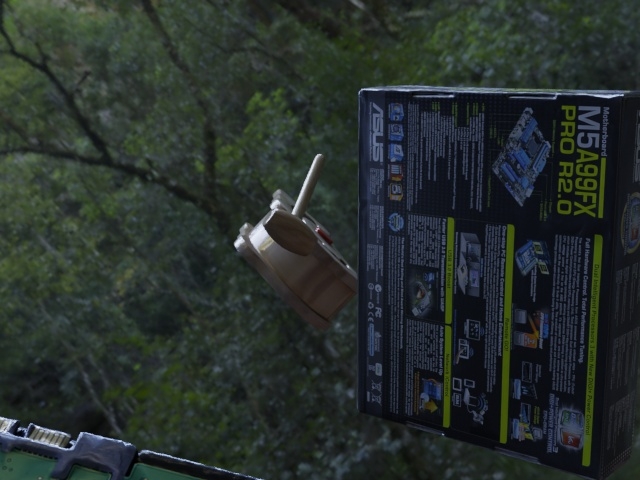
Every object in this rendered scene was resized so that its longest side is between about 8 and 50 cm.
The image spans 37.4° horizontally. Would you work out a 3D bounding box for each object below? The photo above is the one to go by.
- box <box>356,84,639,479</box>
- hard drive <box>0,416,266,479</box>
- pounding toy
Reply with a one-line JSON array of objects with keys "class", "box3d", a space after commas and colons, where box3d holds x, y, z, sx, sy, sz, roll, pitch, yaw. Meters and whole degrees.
[{"class": "box", "box3d": [0.129, 0.021, 0.714, 0.060, 0.216, 0.270, -14, -73, -50]}, {"class": "hard drive", "box3d": [-0.162, 0.236, 0.389, 0.064, 0.236, 0.339, 88, -164, -49]}, {"class": "pounding toy", "box3d": [0.000, 0.000, 1.155, 0.155, 0.154, 0.269, -46, 8, 5]}]
